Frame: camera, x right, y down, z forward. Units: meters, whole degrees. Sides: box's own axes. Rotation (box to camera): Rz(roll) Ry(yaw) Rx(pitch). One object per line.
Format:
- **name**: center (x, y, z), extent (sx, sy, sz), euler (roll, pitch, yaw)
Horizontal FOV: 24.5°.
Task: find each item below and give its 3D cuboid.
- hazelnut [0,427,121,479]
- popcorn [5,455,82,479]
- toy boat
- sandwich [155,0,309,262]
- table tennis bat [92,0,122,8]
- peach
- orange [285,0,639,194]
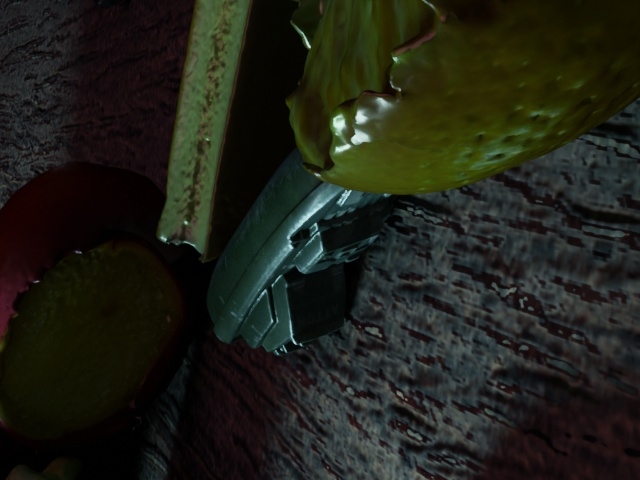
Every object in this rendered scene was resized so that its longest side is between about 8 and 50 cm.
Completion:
- **hazelnut**: center (-0.372, 0.214, 1.376), extent (0.429, 0.402, 0.402), euler (-55, 36, 44)
- **popcorn**: center (-0.219, 0.293, 1.116), extent (0.293, 0.237, 0.293), euler (-170, 90, -75)
- **toy boat**: center (0.000, 0.000, 0.874), extent (0.085, 0.078, 0.260), euler (62, 149, 15)
- **sandwich**: center (-0.038, -0.105, 0.981), extent (0.090, 0.088, 0.244), euler (20, 100, 58)
- **table tennis bat**: center (-0.237, -0.318, 1.591), extent (0.244, 0.040, 0.153), euler (-108, 32, -53)
- **peach**: center (-0.191, 0.056, 1.170), extent (0.190, 0.196, 0.226), euler (86, -170, -55)
- **orange**: center (0.066, -0.170, 0.594), extent (0.262, 0.196, 0.334), euler (-51, 41, 30)
